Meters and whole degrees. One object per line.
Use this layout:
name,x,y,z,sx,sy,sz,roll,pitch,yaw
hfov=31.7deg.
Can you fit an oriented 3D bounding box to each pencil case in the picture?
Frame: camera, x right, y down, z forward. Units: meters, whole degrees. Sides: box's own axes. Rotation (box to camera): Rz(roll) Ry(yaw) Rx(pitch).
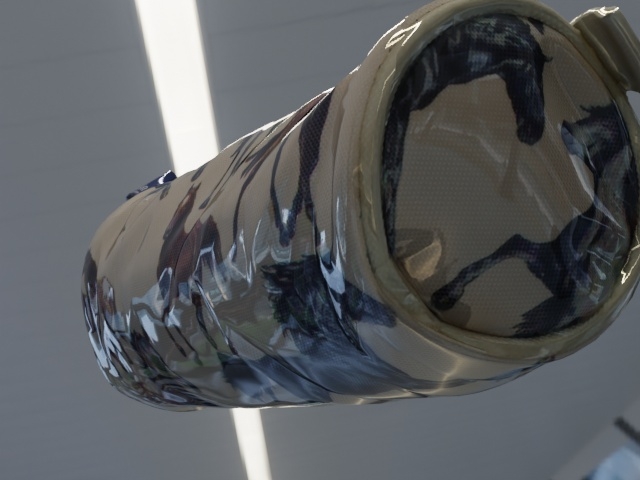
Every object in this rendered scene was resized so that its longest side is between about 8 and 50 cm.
pencil case,0.000,0.000,0.617,0.160,0.183,0.410,38,-24,-17
